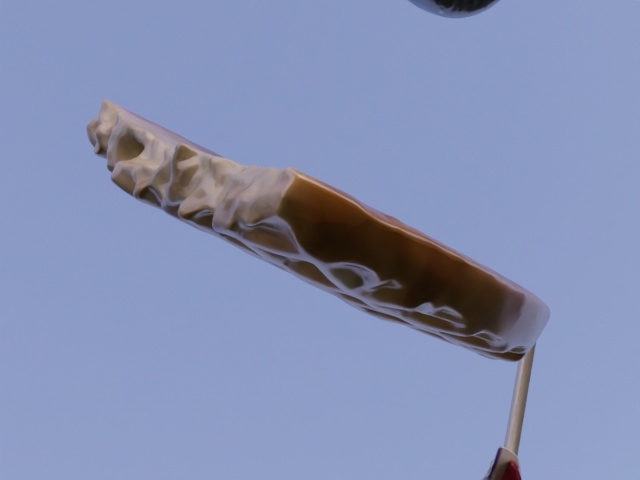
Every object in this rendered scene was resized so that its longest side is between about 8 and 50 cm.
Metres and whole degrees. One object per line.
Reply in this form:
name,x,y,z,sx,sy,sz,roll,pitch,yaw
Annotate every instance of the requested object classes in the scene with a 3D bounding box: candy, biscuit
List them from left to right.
biscuit,0.000,0.000,0.562,0.204,0.309,0.040,26,-90,-25
candy,0.180,0.244,1.134,0.124,0.124,0.365,32,-122,-26

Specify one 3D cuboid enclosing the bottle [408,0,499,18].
bottle,-0.004,-0.281,0.831,0.144,0.336,0.144,-34,-38,-32
